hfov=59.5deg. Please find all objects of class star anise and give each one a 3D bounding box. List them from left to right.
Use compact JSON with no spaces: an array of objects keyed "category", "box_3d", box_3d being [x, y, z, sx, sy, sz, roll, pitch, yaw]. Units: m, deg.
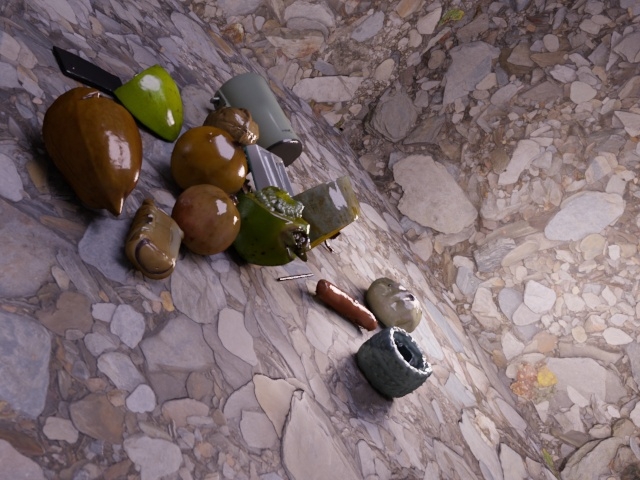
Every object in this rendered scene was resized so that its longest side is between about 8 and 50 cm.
[{"category":"star anise","box_3d":[0.009,0.002,2.347,0.141,0.144,0.158,0,21,-4]}]

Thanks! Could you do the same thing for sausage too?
[{"category":"sausage","box_3d":[0.092,0.234,2.023,0.327,0.079,0.087,38,10,-35]}]

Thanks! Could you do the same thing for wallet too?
[{"category":"wallet","box_3d":[-0.701,-0.513,1.731,0.244,0.025,0.124,15,38,-59]}]

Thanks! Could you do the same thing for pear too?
[{"category":"pear","box_3d":[-0.522,-0.448,1.850,0.239,0.139,0.288,60,10,-20]}]

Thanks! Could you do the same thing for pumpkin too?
[{"category":"pumpkin","box_3d":[-0.007,-0.085,2.085,0.199,0.332,0.332,65,19,-1]}]

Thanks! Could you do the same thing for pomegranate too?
[{"category":"pomegranate","box_3d":[-0.306,-0.057,1.504,0.191,0.191,0.191,43,19,-19]},{"category":"pomegranate","box_3d":[-0.143,-0.029,1.697,0.260,0.260,0.341,35,2,-38]}]

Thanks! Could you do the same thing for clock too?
[{"category":"clock","box_3d":[-0.181,-0.231,2.071,0.262,0.116,0.231,-1,76,-83]}]

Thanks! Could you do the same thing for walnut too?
[{"category":"walnut","box_3d":[-0.510,-0.199,1.291,0.209,0.209,0.336,12,48,-62]},{"category":"walnut","box_3d":[-0.335,-0.400,2.065,0.245,0.198,0.198,9,-20,49]}]

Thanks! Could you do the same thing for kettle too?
[{"category":"kettle","box_3d":[-0.294,-0.479,2.336,0.361,0.250,0.376,-13,65,-47]}]

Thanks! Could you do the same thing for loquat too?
[{"category":"loquat","box_3d":[-0.338,-0.231,1.703,0.235,0.235,0.235,43,19,-19]}]

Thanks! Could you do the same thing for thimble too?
[{"category":"thimble","box_3d":[0.250,0.418,1.896,0.250,0.172,0.204,39,25,-21]}]

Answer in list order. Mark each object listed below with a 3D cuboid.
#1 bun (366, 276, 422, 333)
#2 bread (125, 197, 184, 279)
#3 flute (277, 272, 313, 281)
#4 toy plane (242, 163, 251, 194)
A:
[{"category":"bun","box_3d":[0.316,0.264,2.354,0.273,0.168,0.273,38,16,-13]},{"category":"bread","box_3d":[-0.400,-0.003,1.342,0.134,0.081,0.225,47,16,-26]},{"category":"flute","box_3d":[-0.082,0.126,1.933,0.014,0.014,0.269,54,19,14]},{"category":"toy plane","box_3d":[-0.310,-0.235,1.991,0.229,0.092,0.244,48,17,2]}]
